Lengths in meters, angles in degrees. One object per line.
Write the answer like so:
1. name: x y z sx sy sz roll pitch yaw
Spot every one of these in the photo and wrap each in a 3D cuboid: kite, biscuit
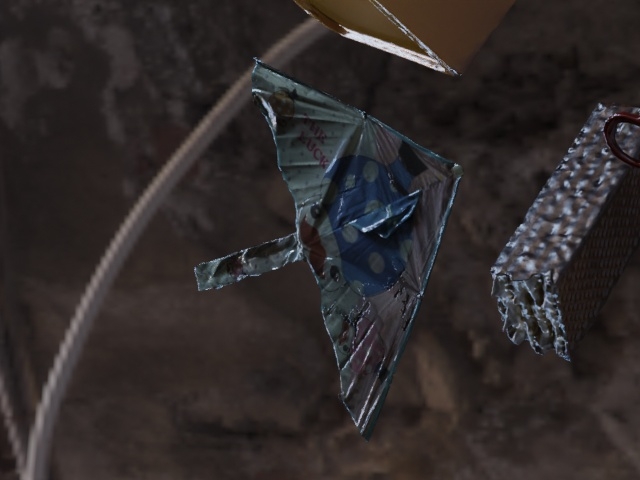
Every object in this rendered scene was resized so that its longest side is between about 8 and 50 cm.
1. kite: 0.000 0.000 1.341 0.011 0.314 0.335 -4 -105 -47
2. biscuit: 0.241 -0.010 1.508 0.252 0.070 0.106 -53 -38 -30

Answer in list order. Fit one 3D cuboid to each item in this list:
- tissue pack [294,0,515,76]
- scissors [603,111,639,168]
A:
1. tissue pack: 0.051 -0.253 0.801 0.194 0.145 0.274 39 -95 -33
2. scissors: 0.364 -0.072 1.374 0.017 0.248 0.144 -21 -36 -57
